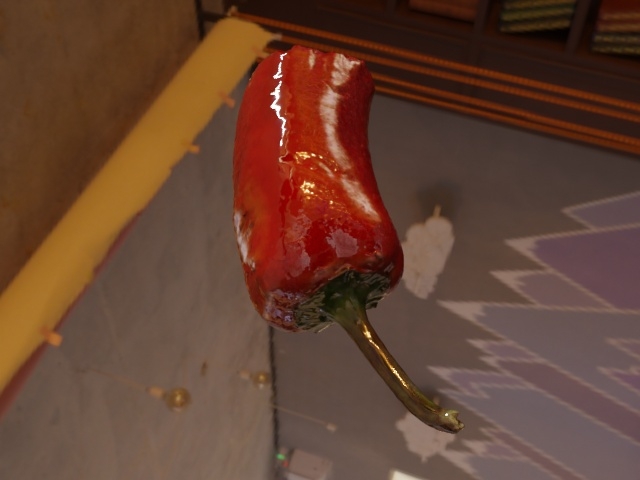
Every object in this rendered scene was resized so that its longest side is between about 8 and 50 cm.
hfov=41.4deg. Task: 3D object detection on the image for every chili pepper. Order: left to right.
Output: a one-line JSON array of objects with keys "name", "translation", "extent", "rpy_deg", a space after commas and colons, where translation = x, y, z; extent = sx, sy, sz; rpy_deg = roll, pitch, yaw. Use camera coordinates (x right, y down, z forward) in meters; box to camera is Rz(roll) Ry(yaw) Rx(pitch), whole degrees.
[{"name": "chili pepper", "translation": [-0.005, 0.001, 0.670], "extent": [0.134, 0.131, 0.339], "rpy_deg": [-36, 47, 36]}]
